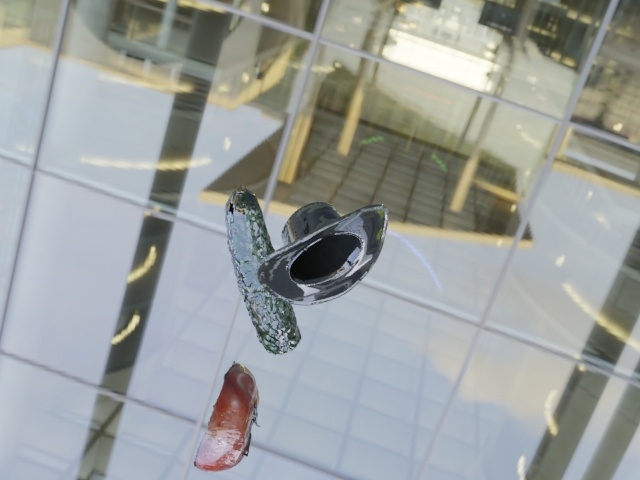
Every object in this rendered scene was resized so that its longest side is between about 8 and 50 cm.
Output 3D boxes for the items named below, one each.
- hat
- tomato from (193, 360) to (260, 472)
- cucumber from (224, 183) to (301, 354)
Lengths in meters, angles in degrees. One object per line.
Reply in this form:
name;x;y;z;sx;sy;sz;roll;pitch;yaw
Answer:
hat;0.000;0.000;0.709;0.121;0.121;0.050;1;-131;-40
tomato;-0.173;0.364;1.817;0.101;0.228;0.228;16;-161;4
cucumber;-0.084;0.042;1.192;0.067;0.294;0.068;-7;-136;7
